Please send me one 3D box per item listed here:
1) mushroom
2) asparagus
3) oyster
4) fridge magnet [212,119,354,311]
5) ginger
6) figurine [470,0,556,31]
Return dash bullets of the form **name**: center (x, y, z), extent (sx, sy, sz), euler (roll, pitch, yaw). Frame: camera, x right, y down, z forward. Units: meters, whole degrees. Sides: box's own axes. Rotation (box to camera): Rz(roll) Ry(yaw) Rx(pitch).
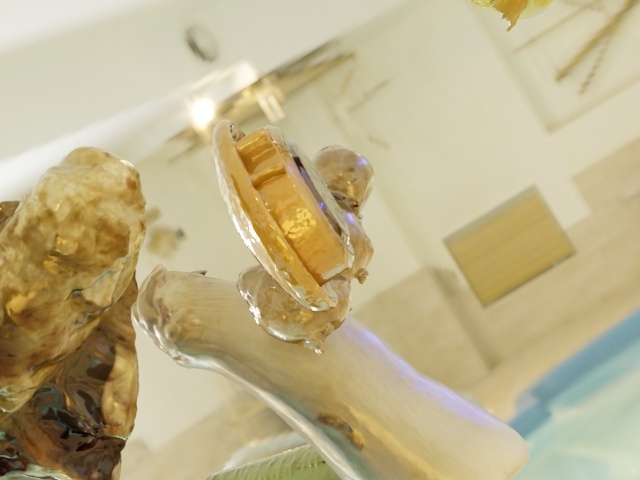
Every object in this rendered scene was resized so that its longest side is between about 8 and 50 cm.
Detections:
- **mushroom**: center (0.001, 0.144, 1.424), extent (0.177, 0.397, 0.126), euler (-44, 10, 50)
- **asparagus**: center (0.016, 0.292, 1.785), extent (0.382, 0.128, 0.108), euler (-22, 39, 42)
- **oyster**: center (-0.175, 0.088, 0.948), extent (0.166, 0.294, 0.094), euler (-10, 29, -5)
- **fridge magnet**: center (-0.024, -0.019, 0.968), extent (0.063, 0.143, 0.143), euler (-31, 0, 5)
- **ginger**: center (0.000, 0.000, 1.329), extent (0.080, 0.104, 0.204), euler (113, -178, -60)
- **figurine**: center (0.127, -0.237, 1.060), extent (0.246, 0.156, 0.131), euler (17, 5, -46)
